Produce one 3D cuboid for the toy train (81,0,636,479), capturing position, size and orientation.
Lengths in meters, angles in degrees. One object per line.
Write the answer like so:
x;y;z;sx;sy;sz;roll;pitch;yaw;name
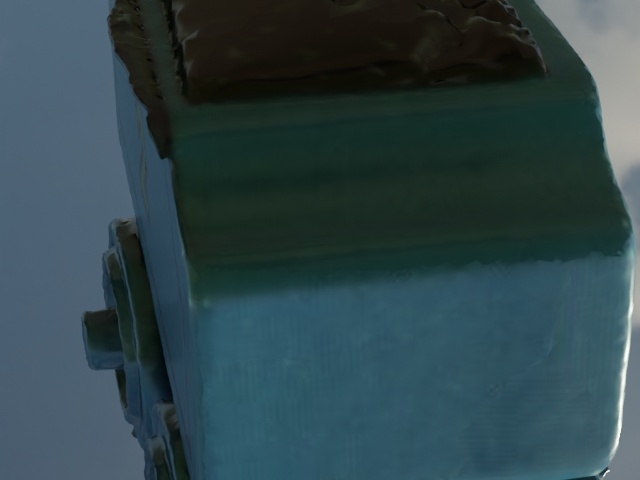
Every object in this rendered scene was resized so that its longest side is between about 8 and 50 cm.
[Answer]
0.000;0.000;0.665;0.188;0.265;0.300;-7;-149;-9;toy train
